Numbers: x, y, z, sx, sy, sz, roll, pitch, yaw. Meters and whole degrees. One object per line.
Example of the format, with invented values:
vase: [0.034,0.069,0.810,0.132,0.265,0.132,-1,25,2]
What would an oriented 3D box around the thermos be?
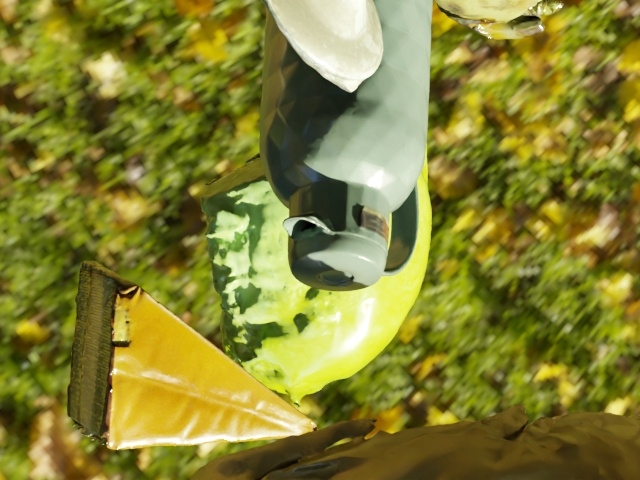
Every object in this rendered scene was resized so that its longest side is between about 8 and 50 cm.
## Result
thermos: [0.026,-0.092,1.578,0.145,0.182,0.287,-12,62,30]

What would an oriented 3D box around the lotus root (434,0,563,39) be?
lotus root: [0.187,-0.317,1.632,0.173,0.173,0.309,38,131,9]

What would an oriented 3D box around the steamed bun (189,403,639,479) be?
steamed bun: [0.067,0.191,0.776,0.325,0.372,0.230,124,135,-74]

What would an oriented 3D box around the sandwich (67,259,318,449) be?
sandwich: [-0.081,0.074,1.264,0.079,0.163,0.113,20,107,61]

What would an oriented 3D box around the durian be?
durian: [0.000,0.000,1.996,0.255,0.204,0.340,-10,105,-12]

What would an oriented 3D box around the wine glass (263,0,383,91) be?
wine glass: [0.082,-0.187,0.992,0.241,0.126,0.126,-30,95,29]
